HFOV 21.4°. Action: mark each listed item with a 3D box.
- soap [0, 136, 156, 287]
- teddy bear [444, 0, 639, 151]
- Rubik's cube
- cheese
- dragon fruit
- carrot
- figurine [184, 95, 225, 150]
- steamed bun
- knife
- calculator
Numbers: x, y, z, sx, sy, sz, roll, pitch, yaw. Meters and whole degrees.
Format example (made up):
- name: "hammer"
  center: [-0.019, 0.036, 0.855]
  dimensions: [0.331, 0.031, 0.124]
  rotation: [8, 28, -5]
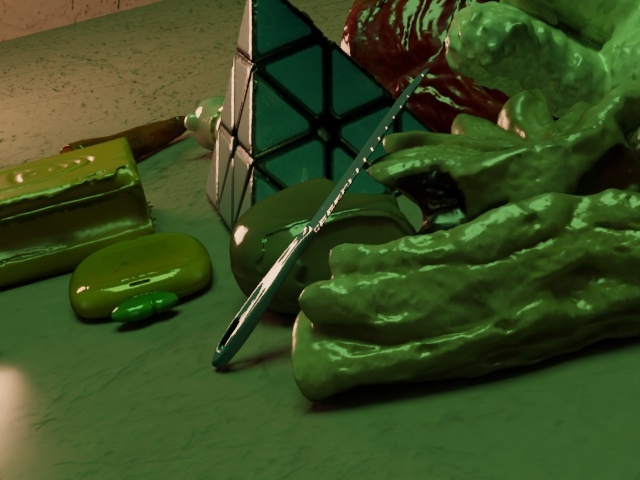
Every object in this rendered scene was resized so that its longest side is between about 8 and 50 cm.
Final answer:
- name: "soap"
  center: [-0.348, -0.021, 1.896]
  dimensions: [0.324, 0.096, 0.204]
  rotation: [-15, 17, -7]
- name: "teddy bear"
  center: [0.378, -0.214, 1.640]
  dimensions: [0.362, 0.375, 0.327]
  rotation: [-17, 46, 65]
- name: "Rubik's cube"
  center: [-0.026, -0.104, 1.846]
  dimensions: [0.229, 0.233, 0.228]
  rotation: [42, 3, 27]
- name: "cheese"
  center: [0.000, 0.000, 1.588]
  dimensions: [0.175, 0.091, 0.202]
  rotation: [-13, 17, -4]
- name: "dragon fruit"
  center: [0.206, -0.214, 2.013]
  dimensions: [0.330, 0.302, 0.240]
  rotation: [13, -2, 31]
- name: "carrot"
  center: [-0.250, -0.131, 2.262]
  dimensions: [0.057, 0.057, 0.224]
  rotation: [3, 20, 42]
- name: "figurine"
  center: [-0.099, -0.149, 2.147]
  dimensions: [0.098, 0.081, 0.146]
  rotation: [-22, 19, -27]
- name: "steamed bun"
  center: [0.174, -0.021, 1.388]
  dimensions: [0.428, 0.189, 0.247]
  rotation: [-13, 10, 3]
- name: "knife"
  center: [-0.001, -0.018, 1.431]
  dimensions: [0.313, 0.019, 0.044]
  rotation: [-55, 10, 4]
- name: "calculator"
  center: [-0.182, 0.035, 1.706]
  dimensions: [0.146, 0.032, 0.235]
  rotation: [-15, 15, -5]
